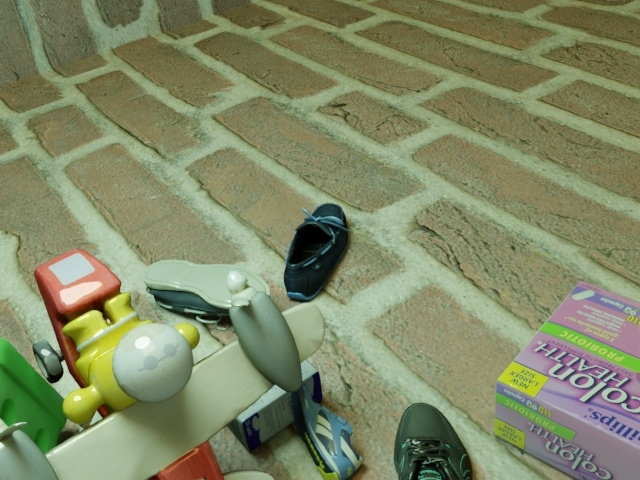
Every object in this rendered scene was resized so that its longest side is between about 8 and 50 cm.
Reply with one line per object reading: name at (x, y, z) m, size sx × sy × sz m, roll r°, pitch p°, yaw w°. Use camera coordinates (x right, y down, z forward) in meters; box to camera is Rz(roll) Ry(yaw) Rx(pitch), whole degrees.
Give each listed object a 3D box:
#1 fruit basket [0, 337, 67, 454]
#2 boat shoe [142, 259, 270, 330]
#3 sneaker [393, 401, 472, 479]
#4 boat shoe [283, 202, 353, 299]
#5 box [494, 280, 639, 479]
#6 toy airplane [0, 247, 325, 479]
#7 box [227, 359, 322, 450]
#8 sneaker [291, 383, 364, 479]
fruit basket at (-0.557, 0.230, 0.986) m, size 0.392 × 0.283 × 0.392 m, roll -5°, pitch 52°, yaw 6°
boat shoe at (-0.195, 0.096, 1.226) m, size 0.254 × 0.079 × 0.095 m, roll 5°, pitch 41°, yaw 22°
sneaker at (0.143, 0.293, 0.869) m, size 0.101 × 0.106 × 0.267 m, roll -8°, pitch 35°, yaw 3°
boat shoe at (0.000, 0.000, 1.306) m, size 0.109 × 0.089 × 0.258 m, roll 0°, pitch 37°, yaw 11°
box at (0.386, 0.195, 0.938) m, size 0.213 × 0.117 × 0.243 m, roll 24°, pitch 47°, yaw 36°
toy airplane at (-0.196, 0.200, 0.834) m, size 0.384 × 0.272 × 0.386 m, roll 15°, pitch 56°, yaw -9°
box at (-0.087, 0.217, 1.045) m, size 0.137 × 0.072 × 0.126 m, roll -30°, pitch 42°, yaw -25°
sneaker at (0.006, 0.257, 0.963) m, size 0.059 × 0.053 × 0.144 m, roll -20°, pitch 68°, yaw -24°
